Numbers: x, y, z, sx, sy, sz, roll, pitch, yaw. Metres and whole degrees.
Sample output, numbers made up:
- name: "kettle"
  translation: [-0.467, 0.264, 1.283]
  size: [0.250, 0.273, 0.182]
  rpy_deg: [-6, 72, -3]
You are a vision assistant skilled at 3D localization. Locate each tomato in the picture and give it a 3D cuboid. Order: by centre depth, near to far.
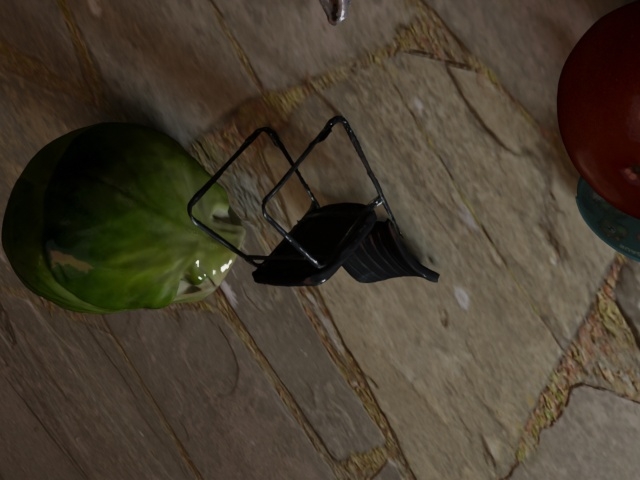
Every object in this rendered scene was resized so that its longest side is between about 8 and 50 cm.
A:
- name: "tomato"
  translation: [0.271, -0.096, 1.318]
  size: [0.195, 0.136, 0.195]
  rpy_deg: [30, 149, 20]

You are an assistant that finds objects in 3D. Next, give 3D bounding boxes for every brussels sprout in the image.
- name: "brussels sprout"
  translation: [-0.220, -0.020, 1.947]
  size: [0.271, 0.219, 0.210]
  rpy_deg: [17, 166, 2]

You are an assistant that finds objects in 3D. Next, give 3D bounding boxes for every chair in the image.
- name: "chair"
  translation: [0.000, 0.000, 1.774]
  size: [0.140, 0.145, 0.221]
  rpy_deg: [-1, 132, 52]

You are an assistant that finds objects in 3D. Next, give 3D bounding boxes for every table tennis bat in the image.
- name: "table tennis bat"
  translation: [0.273, -0.047, 1.500]
  size: [0.124, 0.033, 0.201]
  rpy_deg: [18, 149, 33]

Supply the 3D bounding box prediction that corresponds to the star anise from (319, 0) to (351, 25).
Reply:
- name: "star anise"
  translation: [0.011, -0.273, 1.433]
  size: [0.182, 0.065, 0.195]
  rpy_deg: [9, 118, 21]
